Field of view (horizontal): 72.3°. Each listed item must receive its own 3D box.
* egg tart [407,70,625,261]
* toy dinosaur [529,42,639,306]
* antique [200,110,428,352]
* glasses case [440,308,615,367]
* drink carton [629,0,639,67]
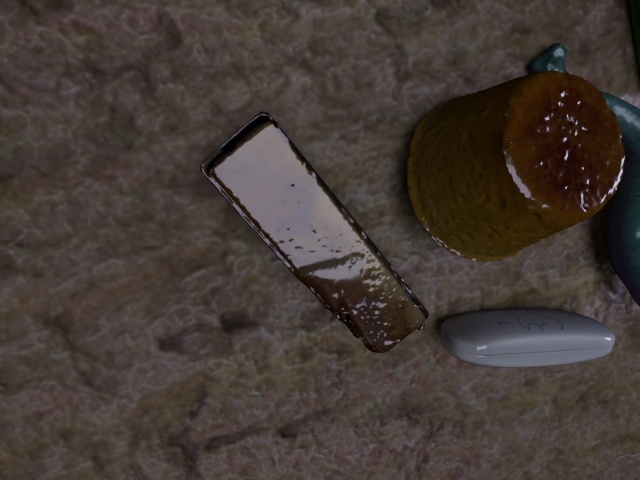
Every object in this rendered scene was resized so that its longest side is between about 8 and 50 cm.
[{"bbox_3d":[0.217,-0.082,0.499,0.215,0.171,0.216,1,86,-15],"label":"egg tart"},{"bbox_3d":[0.395,-0.035,0.591,0.330,0.129,0.384,12,100,-1],"label":"toy dinosaur"},{"bbox_3d":[0.000,0.000,0.522,0.093,0.087,0.310,-40,105,2],"label":"antique"},{"bbox_3d":[0.278,0.130,0.592,0.233,0.092,0.059,0,102,-9],"label":"glasses case"},{"bbox_3d":[0.472,-0.334,0.526,0.161,0.108,0.271,-22,103,-5],"label":"drink carton"}]
